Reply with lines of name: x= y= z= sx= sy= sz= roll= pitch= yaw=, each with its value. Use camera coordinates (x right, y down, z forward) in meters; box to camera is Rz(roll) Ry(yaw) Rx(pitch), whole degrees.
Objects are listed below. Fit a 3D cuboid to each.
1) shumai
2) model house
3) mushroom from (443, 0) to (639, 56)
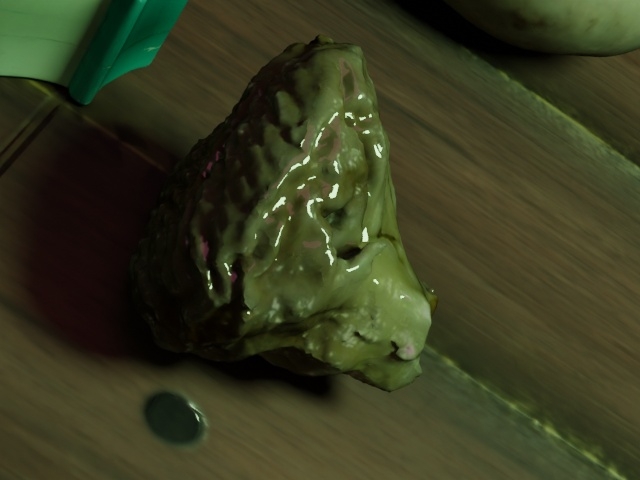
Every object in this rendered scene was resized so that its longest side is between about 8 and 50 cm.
shumai: x=0.000 y=0.000 z=0.938 sx=0.175 sy=0.166 sz=0.206 roll=34 pitch=63 yaw=-17
model house: x=-0.155 y=-0.163 z=1.025 sx=0.148 sy=0.100 sz=0.127 roll=12 pitch=45 yaw=-30
mushroom: x=0.204 y=-0.301 z=1.274 sx=0.297 sy=0.290 sz=0.298 roll=20 pitch=43 yaw=-19
